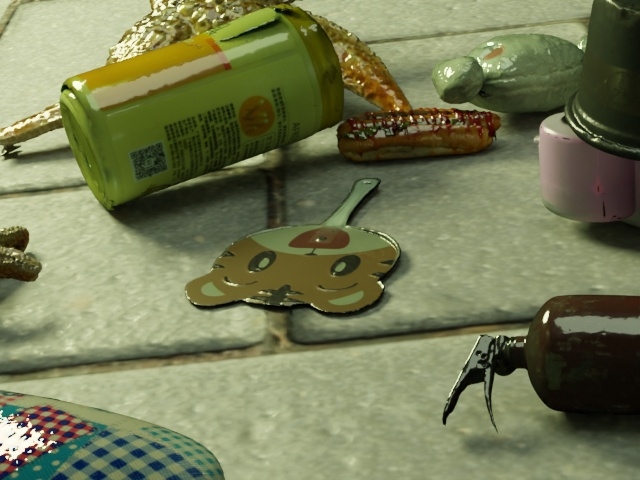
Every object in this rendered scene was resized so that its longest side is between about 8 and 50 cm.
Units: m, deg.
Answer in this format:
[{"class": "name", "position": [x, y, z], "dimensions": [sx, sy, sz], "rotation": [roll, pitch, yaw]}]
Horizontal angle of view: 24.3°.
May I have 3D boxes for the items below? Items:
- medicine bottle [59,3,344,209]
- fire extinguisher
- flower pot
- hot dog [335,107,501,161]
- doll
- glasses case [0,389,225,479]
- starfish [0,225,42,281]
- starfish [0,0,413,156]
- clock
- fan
[{"class": "medicine bottle", "position": [-0.095, -0.119, 1.266], "dimensions": [0.239, 0.124, 0.124], "rotation": [-23, 29, -19]}, {"class": "fire extinguisher", "position": [0.207, 0.075, 0.863], "dimensions": [0.268, 0.072, 0.089], "rotation": [1, 59, 14]}, {"class": "flower pot", "position": [0.252, -0.132, 1.047], "dimensions": [0.157, 0.107, 0.157], "rotation": [-3, 31, 2]}, {"class": "hot dog", "position": [0.085, -0.095, 1.292], "dimensions": [0.144, 0.038, 0.062], "rotation": [-4, 24, 6]}, {"class": "doll", "position": [0.183, -0.151, 1.350], "dimensions": [0.214, 0.071, 0.103], "rotation": [-15, 13, -33]}, {"class": "glasses case", "position": [-0.206, 0.134, 0.821], "dimensions": [0.327, 0.076, 0.125], "rotation": [6, 29, 26]}, {"class": "starfish", "position": [-0.321, 0.025, 1.110], "dimensions": [0.227, 0.043, 0.240], "rotation": [-5, 5, 32]}, {"class": "starfish", "position": [-0.070, -0.200, 1.477], "dimensions": [0.384, 0.132, 0.398], "rotation": [6, 30, 15]}, {"class": "clock", "position": [0.309, -0.075, 1.138], "dimensions": [0.248, 0.090, 0.227], "rotation": [8, 29, 25]}, {"class": "fan", "position": [0.000, 0.000, 1.143], "dimensions": [0.152, 0.008, 0.226], "rotation": [3, 27, 21]}]
